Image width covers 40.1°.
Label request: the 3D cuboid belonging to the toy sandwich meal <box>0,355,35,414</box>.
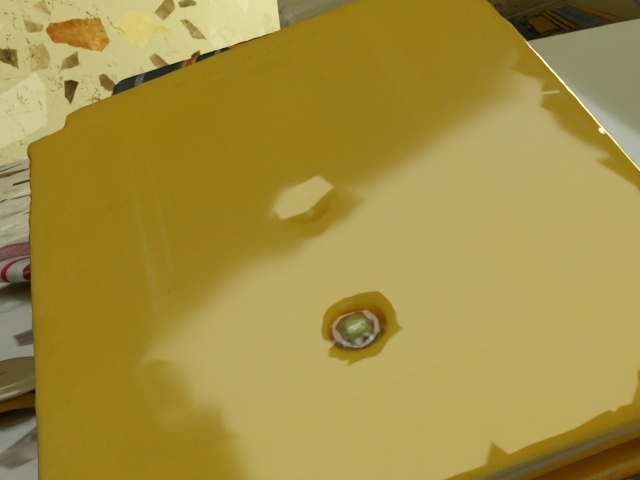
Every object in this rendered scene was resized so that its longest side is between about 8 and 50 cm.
[{"bbox_3d":[-0.226,0.109,0.620,0.086,0.029,0.085,-9,12,2],"label":"toy sandwich meal"}]

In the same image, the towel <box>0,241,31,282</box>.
[{"bbox_3d":[-0.200,-0.008,0.938,0.329,0.037,0.237,-6,14,43],"label":"towel"}]

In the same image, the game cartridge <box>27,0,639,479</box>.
[{"bbox_3d":[0.000,0.000,0.428,0.285,0.052,0.323,-21,43,0],"label":"game cartridge"}]

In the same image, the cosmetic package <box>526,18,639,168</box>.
[{"bbox_3d":[0.116,-0.027,0.521,0.310,0.113,0.160,-10,46,10],"label":"cosmetic package"}]

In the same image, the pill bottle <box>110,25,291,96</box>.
[{"bbox_3d":[-0.025,-0.095,0.674,0.246,0.130,0.130,-16,15,8],"label":"pill bottle"}]

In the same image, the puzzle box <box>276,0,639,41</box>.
[{"bbox_3d":[0.190,-0.192,0.812,0.272,0.052,0.409,-14,-12,35],"label":"puzzle box"}]
